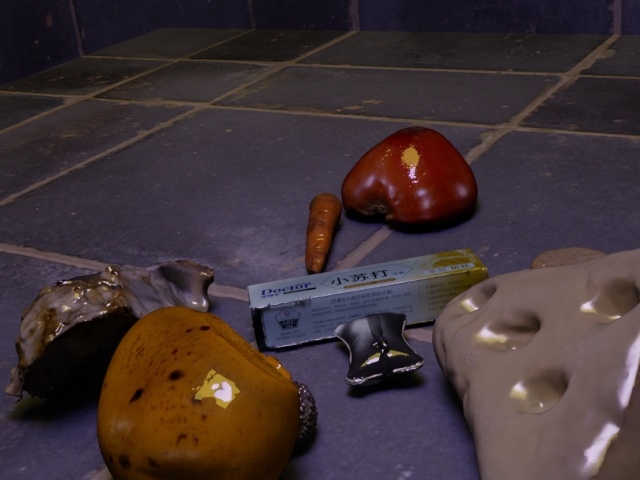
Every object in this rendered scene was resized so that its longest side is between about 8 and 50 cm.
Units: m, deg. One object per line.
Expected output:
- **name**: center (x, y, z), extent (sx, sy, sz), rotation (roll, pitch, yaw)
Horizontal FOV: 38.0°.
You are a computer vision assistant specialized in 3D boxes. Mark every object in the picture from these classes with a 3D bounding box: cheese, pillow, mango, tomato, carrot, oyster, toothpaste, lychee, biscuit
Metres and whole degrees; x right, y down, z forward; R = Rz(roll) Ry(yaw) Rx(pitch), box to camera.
- **cheese**: center (0.216, 0.158, 0.916), extent (0.351, 0.129, 0.328), rotation (-18, 33, 48)
- **pillow**: center (0.069, 0.130, 1.124), extent (0.091, 0.055, 0.136), rotation (-38, 20, 8)
- **mango**: center (-0.138, 0.168, 0.945), extent (0.191, 0.160, 0.290), rotation (-48, 34, 0)
- **tomato**: center (0.147, -0.116, 1.538), extent (0.233, 0.140, 0.200), rotation (11, 23, 35)
- **carrot**: center (0.000, 0.000, 1.439), extent (0.057, 0.057, 0.224), rotation (-4, 29, 7)
- **oyster**: center (-0.245, 0.094, 1.177), extent (0.197, 0.133, 0.337), rotation (-22, -4, 37)
- **toothpaste**: center (0.061, 0.078, 1.225), extent (0.312, 0.071, 0.089), rotation (-10, 20, -4)
- **lychee**: center (-0.033, 0.186, 1.007), extent (0.068, 0.067, 0.083), rotation (-43, 29, 32)
- **biscuit**: center (0.353, 0.037, 1.295), extent (0.120, 0.015, 0.120), rotation (-6, 24, 3)
